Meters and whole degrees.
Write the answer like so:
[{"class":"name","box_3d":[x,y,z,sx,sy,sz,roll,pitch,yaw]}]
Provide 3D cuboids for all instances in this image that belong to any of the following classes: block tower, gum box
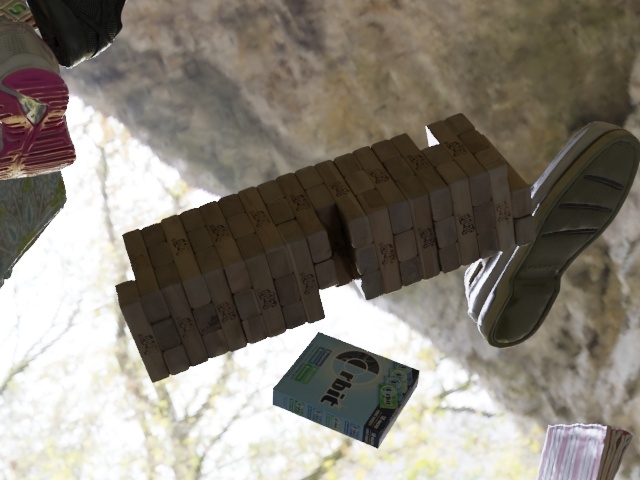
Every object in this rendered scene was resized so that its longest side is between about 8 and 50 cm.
[{"class":"block tower","box_3d":[0.000,0.000,0.887,0.335,0.097,0.091,-21,-51,-7]},{"class":"gum box","box_3d":[0.041,0.232,1.705,0.157,0.184,0.041,-49,-30,-47]}]

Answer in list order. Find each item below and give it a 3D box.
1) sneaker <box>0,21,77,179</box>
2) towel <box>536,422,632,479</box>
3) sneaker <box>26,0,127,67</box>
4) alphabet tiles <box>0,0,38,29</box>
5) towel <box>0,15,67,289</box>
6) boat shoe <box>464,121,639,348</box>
[{"class":"sneaker","box_3d":[-0.333,-0.156,1.228,0.103,0.111,0.252,-9,-24,-22]},{"class":"towel","box_3d":[0.290,0.282,1.237,0.029,0.144,0.197,17,-11,-6]},{"class":"sneaker","box_3d":[-0.330,-0.356,1.432,0.130,0.228,0.087,-33,18,-35]},{"class":"alphabet tiles","box_3d":[-0.592,-0.407,1.860,0.198,0.009,0.237,-27,-32,24]},{"class":"towel","box_3d":[-0.549,-0.141,1.789,0.090,0.375,0.320,-3,30,13]},{"class":"boat shoe","box_3d":[0.247,-0.019,1.238,0.113,0.103,0.302,7,-54,-33]}]
